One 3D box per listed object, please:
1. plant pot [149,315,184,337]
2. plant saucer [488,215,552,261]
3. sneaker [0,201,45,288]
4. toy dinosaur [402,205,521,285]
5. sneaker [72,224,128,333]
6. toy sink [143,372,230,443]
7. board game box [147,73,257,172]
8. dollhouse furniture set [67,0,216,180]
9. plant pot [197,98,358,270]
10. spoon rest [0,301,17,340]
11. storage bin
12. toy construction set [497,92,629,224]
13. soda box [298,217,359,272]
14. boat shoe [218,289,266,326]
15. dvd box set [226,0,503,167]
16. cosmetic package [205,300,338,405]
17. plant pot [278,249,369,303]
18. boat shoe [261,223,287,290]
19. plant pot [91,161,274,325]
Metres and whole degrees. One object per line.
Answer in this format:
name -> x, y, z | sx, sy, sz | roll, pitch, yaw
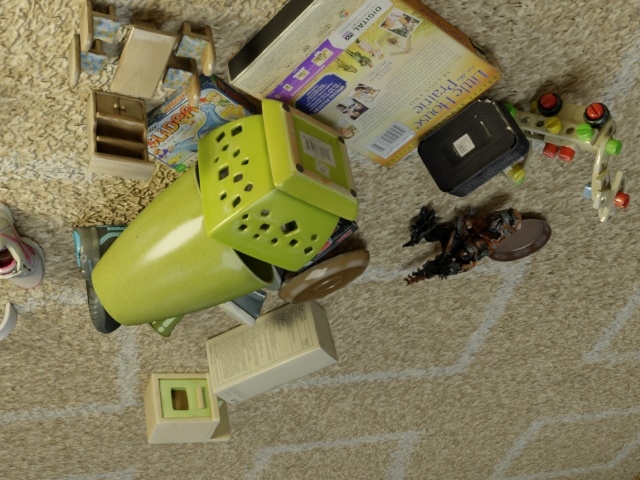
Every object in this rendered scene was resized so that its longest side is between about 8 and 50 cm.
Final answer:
plant pot -> -0.357, 0.172, 2.128 | 0.079, 0.083, 0.083 | -40, 138, 15
plant saucer -> 0.479, -0.008, 2.199 | 0.168, 0.029, 0.168 | -10, 145, -7
sneaker -> -0.632, 0.037, 1.810 | 0.102, 0.111, 0.252 | -16, 145, 3
toy dinosaur -> 0.319, 0.028, 2.100 | 0.218, 0.164, 0.322 | 4, 127, -45
sneaker -> -0.438, 0.090, 1.940 | 0.139, 0.125, 0.341 | -11, 147, -14
toy sink -> -0.347, 0.452, 2.442 | 0.234, 0.153, 0.131 | 5, 140, -23
board game box -> -0.235, -0.216, 1.665 | 0.201, 0.035, 0.136 | -32, 141, 23
dollhouse furniture set -> -0.308, -0.242, 1.495 | 0.212, 0.161, 0.242 | 7, 140, -27
plant pot -> -0.069, -0.110, 1.630 | 0.228, 0.227, 0.207 | 22, 135, -40
spoon rest -> -0.820, 0.209, 2.007 | 0.276, 0.084, 0.137 | -12, 144, -4
storage bin -> 0.293, -0.179, 1.734 | 0.180, 0.122, 0.084 | -35, 161, 21
toy construction set -> 0.462, -0.169, 1.772 | 0.215, 0.327, 0.151 | -61, 155, -9
soda box -> 0.000, 0.000, 1.979 | 0.169, 0.053, 0.060 | -39, 165, 10
boat shoe -> -0.224, 0.081, 2.053 | 0.099, 0.116, 0.319 | -55, 137, -16
dvd box set -> 0.088, -0.309, 1.626 | 0.420, 0.062, 0.307 | 22, 131, -39
cosmetic package -> -0.126, 0.280, 2.277 | 0.309, 0.160, 0.113 | -23, 145, 15
plant pot -> 0.014, 0.092, 2.097 | 0.236, 0.032, 0.236 | -25, 165, -7
boat shoe -> -0.119, 0.022, 2.008 | 0.081, 0.069, 0.228 | 15, 147, 18
plant pot -> -0.286, 0.039, 1.755 | 0.293, 0.275, 0.275 | -31, 142, 9
